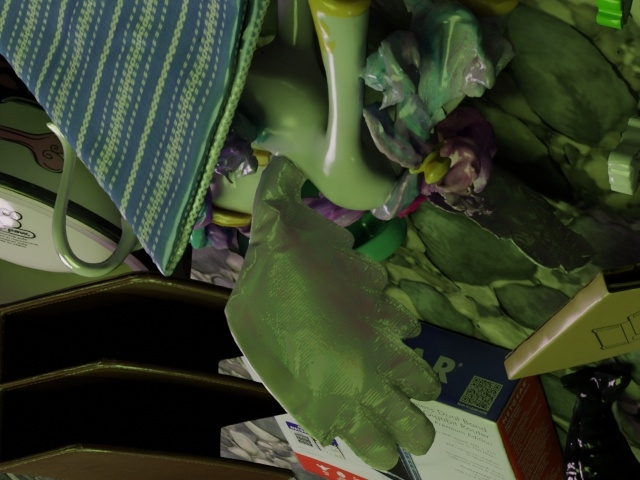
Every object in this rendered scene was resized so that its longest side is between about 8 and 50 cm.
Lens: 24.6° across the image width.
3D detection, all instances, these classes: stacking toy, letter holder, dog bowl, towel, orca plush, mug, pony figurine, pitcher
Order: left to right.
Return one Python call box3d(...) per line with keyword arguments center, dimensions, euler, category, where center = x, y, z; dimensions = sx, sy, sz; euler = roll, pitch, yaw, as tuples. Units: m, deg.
box3d(center=(-0.311, -0.031, 1.504), dimensions=(0.407, 0.150, 0.408), euler=(14, 153, 7), category="dog bowl")
box3d(center=(-0.161, -0.170, 1.050), dimensions=(0.336, 0.040, 0.243), euler=(50, 133, 35), category="towel")
box3d(center=(-0.178, -0.084, 1.278), dimensions=(0.125, 0.177, 0.207), euler=(-16, 98, 55), category="pitcher")
box3d(center=(-0.125, 0.140, 1.370), dimensions=(0.214, 0.152, 0.302), euler=(-16, 159, 35), category="letter holder")
box3d(center=(-0.008, -0.004, 1.353), dimensions=(0.129, 0.097, 0.158), euler=(37, 154, -5), category="mug")
box3d(center=(0.020, -0.065, 1.074), dimensions=(0.351, 0.303, 0.363), euler=(38, 143, 18), category="pony figurine")
box3d(center=(0.282, 0.262, 1.338), dimensions=(0.151, 0.102, 0.287), euler=(-1, 101, 26), category="orca plush")
box3d(center=(0.268, -0.092, 0.948), dimensions=(0.167, 0.052, 0.221), euler=(17, 147, 28), category="stacking toy")

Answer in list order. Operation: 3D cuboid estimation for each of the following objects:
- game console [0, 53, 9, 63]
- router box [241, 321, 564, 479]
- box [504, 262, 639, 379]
box3d(center=(-0.293, -0.171, 1.497), dimensions=(0.124, 0.085, 0.144), euler=(3, 154, -6), category="game console")
box3d(center=(0.091, 0.194, 1.590), dimensions=(0.335, 0.082, 0.301), euler=(17, 149, 32), category="router box")
box3d(center=(0.247, 0.052, 1.118), dimensions=(0.201, 0.164, 0.021), euler=(120, 136, -64), category="box")
